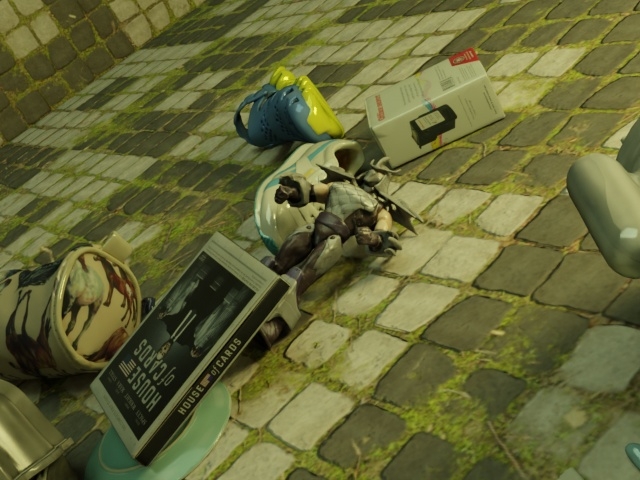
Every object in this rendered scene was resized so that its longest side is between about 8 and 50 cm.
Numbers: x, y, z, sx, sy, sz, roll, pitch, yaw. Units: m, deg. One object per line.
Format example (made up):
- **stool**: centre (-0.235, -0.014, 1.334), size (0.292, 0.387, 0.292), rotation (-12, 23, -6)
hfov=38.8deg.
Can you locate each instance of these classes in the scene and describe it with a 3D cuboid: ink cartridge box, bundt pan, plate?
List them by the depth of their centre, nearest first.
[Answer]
- **bundt pan**: centre (-0.428, 0.252, 0.929), size (0.331, 0.124, 0.331), rotation (-32, 1, 1)
- **plate**: centre (-0.185, 0.211, 1.003), size (0.188, 0.024, 0.188), rotation (-24, 27, 13)
- **ink cartridge box**: centre (0.159, -0.190, 1.297), size (0.175, 0.072, 0.127), rotation (-24, 27, 12)

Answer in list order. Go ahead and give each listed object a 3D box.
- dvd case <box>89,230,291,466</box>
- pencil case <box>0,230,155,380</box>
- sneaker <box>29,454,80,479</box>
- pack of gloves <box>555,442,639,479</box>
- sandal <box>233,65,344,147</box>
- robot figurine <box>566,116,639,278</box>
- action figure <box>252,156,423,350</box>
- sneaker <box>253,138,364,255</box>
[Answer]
- **dvd case**: centre (-0.150, 0.110, 1.005), size (0.238, 0.029, 0.179), rotation (-51, 32, -5)
- **pencil case**: centre (-0.426, 0.106, 1.278), size (0.410, 0.160, 0.183), rotation (-9, 42, 36)
- **sneaker**: centre (-0.302, 0.301, 0.932), size (0.077, 0.072, 0.178), rotation (-31, 14, 11)
- **pack of gloves**: centre (0.229, 0.194, 0.586), size (0.195, 0.046, 0.232), rotation (-31, 26, -3)
- **sandal**: centre (-0.058, -0.197, 1.495), size (0.138, 0.126, 0.317), rotation (-36, 18, -4)
- **robot figurine**: centre (0.333, -0.006, 0.654), size (0.300, 0.199, 0.353), rotation (9, 29, -7)
- **action figure**: centre (0.000, 0.000, 1.087), size (0.185, 0.099, 0.285), rotation (26, 67, 40)
- **sneaker**: centre (-0.016, -0.069, 1.251), size (0.092, 0.087, 0.228), rotation (-8, 36, 34)
